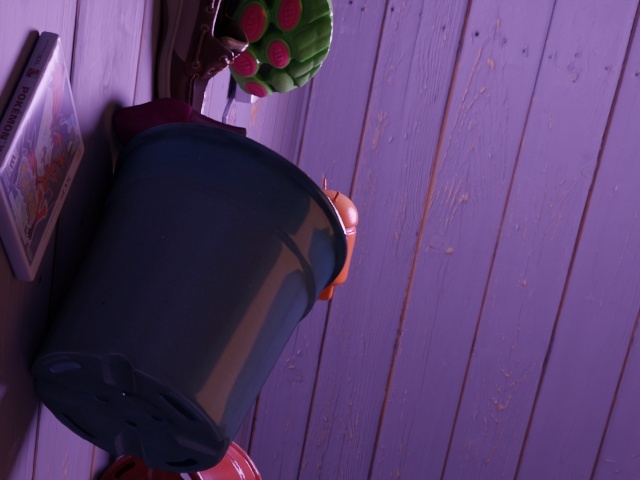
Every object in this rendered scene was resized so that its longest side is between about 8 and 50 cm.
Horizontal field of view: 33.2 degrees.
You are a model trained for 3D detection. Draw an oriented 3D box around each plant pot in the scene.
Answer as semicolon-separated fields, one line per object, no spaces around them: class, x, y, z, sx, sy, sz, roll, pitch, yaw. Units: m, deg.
plant pot;-0.176;0.087;1.362;0.341;0.341;0.334;97;13;-51
plant pot;-0.255;0.462;1.853;0.265;0.272;0.273;50;51;-75

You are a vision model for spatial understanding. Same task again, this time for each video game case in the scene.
video game case;-0.294;-0.083;1.117;0.201;0.023;0.184;96;6;-59
video game case;-0.196;-0.252;2.317;0.122;0.011;0.087;98;5;-51

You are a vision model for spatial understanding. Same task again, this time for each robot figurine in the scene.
robot figurine;-0.001;-0.001;2.006;0.158;0.128;0.220;-23;128;-61

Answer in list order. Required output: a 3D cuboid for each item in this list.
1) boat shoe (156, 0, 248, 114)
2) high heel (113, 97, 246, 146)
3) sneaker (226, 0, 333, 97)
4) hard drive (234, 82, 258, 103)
boat shoe;-0.170;-0.299;1.613;0.123;0.123;0.342;-74;174;-56
high heel;-0.242;-0.133;1.596;0.377;0.181;0.127;150;-49;-66
sneaker;-0.085;-0.449;1.691;0.202;0.185;0.483;-102;-173;-52
hard drive;-0.125;-0.490;2.307;0.233;0.047;0.353;-70;169;-70
